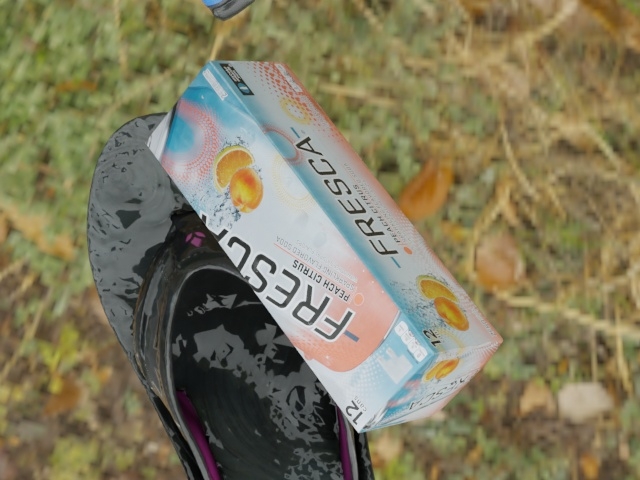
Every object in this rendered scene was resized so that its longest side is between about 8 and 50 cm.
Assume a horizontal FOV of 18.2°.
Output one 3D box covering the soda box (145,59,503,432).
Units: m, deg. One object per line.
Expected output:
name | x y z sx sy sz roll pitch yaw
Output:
soda box | 0.000 0.000 0.924 0.058 0.063 0.183 -50 65 28

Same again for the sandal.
sandal | -0.037 0.111 1.322 0.168 0.107 0.445 -17 78 -6

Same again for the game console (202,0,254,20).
game console | -0.014 -0.336 1.680 0.293 0.173 0.250 -36 130 6
